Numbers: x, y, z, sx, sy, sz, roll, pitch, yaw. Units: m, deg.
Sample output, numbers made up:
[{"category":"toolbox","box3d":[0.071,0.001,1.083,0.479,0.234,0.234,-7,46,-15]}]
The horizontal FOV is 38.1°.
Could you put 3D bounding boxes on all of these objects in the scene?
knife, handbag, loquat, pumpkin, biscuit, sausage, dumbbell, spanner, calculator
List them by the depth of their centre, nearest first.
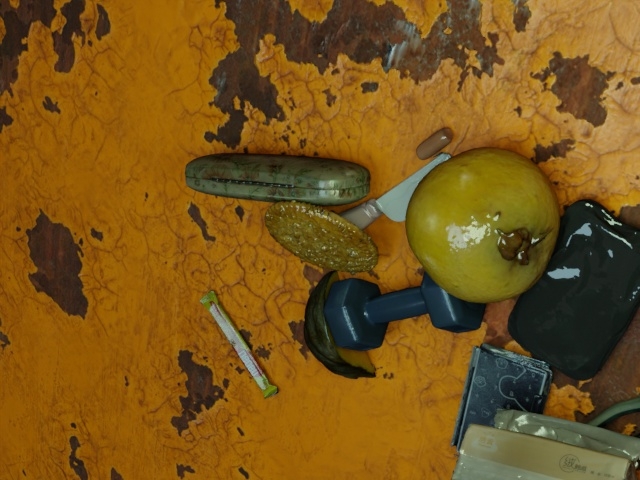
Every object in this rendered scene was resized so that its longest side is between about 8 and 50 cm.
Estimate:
[{"category":"loquat","box3d":[0.282,-0.025,1.604,0.275,0.275,0.274,13,114,32]},{"category":"handbag","box3d":[0.471,0.085,1.644,0.192,0.075,0.332,34,123,21]},{"category":"spanner","box3d":[0.590,0.314,1.668,0.095,0.040,0.325,51,130,10]},{"category":"sausage","box3d":[0.215,-0.182,1.755,0.083,0.034,0.034,-36,85,40]},{"category":"calculator","box3d":[0.356,0.339,1.836,0.166,0.028,0.274,17,115,21]},{"category":"dumbbell","box3d":[0.165,0.127,1.838,0.325,0.144,0.160,-17,99,39]},{"category":"knife","box3d":[0.139,-0.069,1.851,0.336,0.043,0.081,-30,94,37]},{"category":"biscuit","box3d":[0.000,0.000,1.885,0.254,0.035,0.254,19,157,9]},{"category":"pumpkin","box3d":[0.005,0.210,1.986,0.130,0.149,0.254,-16,99,30]},{"category":"biscuit","box3d":[-0.193,0.250,2.218,0.048,0.026,0.292,-36,85,19]}]

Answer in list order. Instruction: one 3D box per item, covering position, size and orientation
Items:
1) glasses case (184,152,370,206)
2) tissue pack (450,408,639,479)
[{"category":"glasses case","box3d":[-0.095,-0.129,1.918,0.425,0.156,0.098,7,102,34]},{"category":"tissue pack","box3d":[0.429,0.431,1.693,0.306,0.238,0.238,6,111,34]}]
